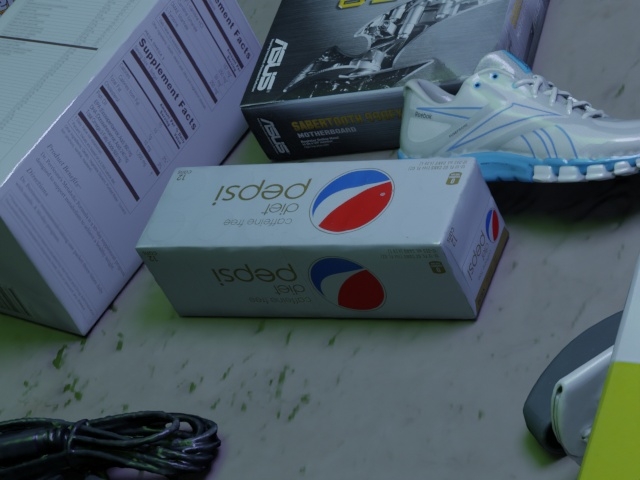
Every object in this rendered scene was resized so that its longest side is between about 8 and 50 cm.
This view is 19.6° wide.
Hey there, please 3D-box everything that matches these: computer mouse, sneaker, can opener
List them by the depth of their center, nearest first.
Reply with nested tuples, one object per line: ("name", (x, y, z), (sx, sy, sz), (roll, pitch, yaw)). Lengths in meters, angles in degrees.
("can opener", (0.230, 0.025, 0.966), (0.280, 0.074, 0.093), (-31, 38, -3))
("computer mouse", (-0.177, 0.192, 1.028), (0.188, 0.072, 0.272), (-6, 44, 24))
("sneaker", (0.127, -0.074, 1.112), (0.191, 0.083, 0.071), (-1, 5, 27))

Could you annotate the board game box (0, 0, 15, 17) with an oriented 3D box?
("board game box", (-0.257, -0.300, 1.583), (0.233, 0.078, 0.347), (-29, 35, 0))

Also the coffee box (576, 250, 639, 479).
("coffee box", (0.248, 0.227, 0.484), (0.338, 0.337, 0.334), (4, 63, 33))

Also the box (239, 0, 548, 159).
("box", (0.063, -0.160, 1.279), (0.183, 0.056, 0.231), (-5, 45, 27))

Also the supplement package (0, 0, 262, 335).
("supplement package", (-0.163, -0.078, 1.261), (0.139, 0.134, 0.244), (13, 55, 39))

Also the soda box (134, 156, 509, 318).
("soda box", (0.000, 0.000, 1.134), (0.216, 0.069, 0.074), (-1, 47, 31))
